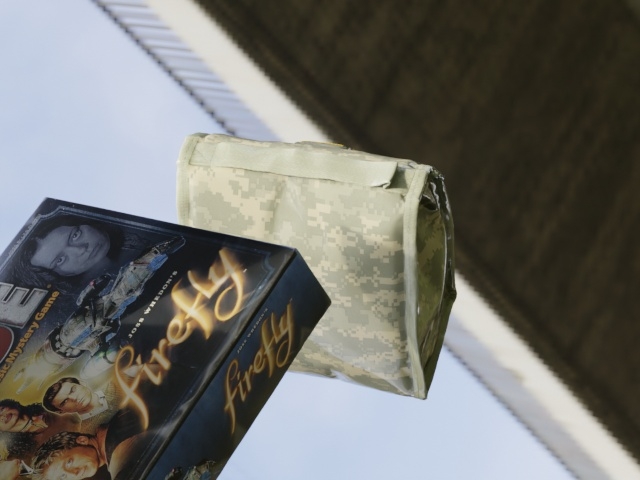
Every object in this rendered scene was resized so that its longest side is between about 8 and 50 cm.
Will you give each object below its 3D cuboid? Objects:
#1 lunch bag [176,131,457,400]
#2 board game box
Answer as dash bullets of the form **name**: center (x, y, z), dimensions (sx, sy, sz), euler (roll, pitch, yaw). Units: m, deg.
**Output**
- **lunch bag**: center (0.000, 0.000, 1.822), dimensions (0.287, 0.235, 0.169), euler (81, -157, -53)
- **board game box**: center (-0.125, 0.094, 0.846), dimensions (0.243, 0.165, 0.042), euler (-57, -43, -26)
